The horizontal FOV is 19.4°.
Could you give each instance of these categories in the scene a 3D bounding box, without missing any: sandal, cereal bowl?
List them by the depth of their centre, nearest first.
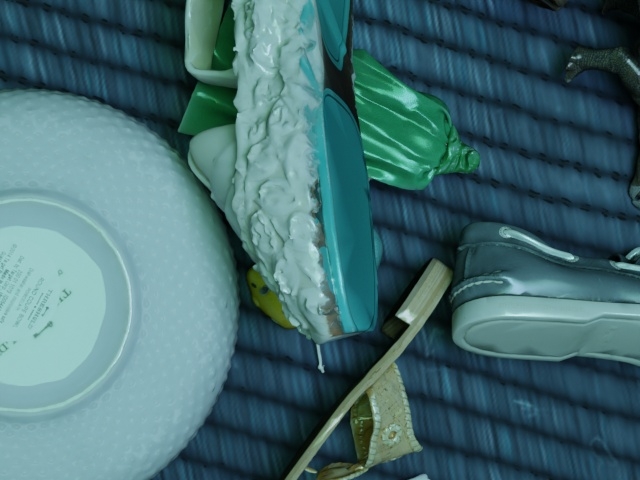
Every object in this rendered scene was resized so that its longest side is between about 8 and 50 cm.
[{"bbox_3d":[-0.221,0.050,1.398,0.339,0.141,0.339,0,89,-10],"label":"cereal bowl"},{"bbox_3d":[0.054,0.131,1.468,0.079,0.088,0.240,35,78,-1],"label":"sandal"}]

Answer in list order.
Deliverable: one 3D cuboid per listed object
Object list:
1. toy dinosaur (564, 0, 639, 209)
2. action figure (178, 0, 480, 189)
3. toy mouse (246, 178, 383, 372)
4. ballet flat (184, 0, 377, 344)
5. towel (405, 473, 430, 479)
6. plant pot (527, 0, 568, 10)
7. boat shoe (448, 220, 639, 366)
[{"bbox_3d":[0.287,-0.158,1.455,0.160,0.313,0.121,28,56,11],"label":"toy dinosaur"},{"bbox_3d":[0.019,-0.101,1.480,0.232,0.063,0.137,23,83,-4],"label":"action figure"},{"bbox_3d":[0.000,0.000,1.484,0.143,0.031,0.161,-46,102,-10],"label":"toy mouse"},{"bbox_3d":[-0.034,-0.109,1.391,0.147,0.147,0.409,1,70,-10],"label":"ballet flat"},{"bbox_3d":[0.058,0.300,1.493,0.144,0.029,0.197,-23,92,-10],"label":"towel"},{"bbox_3d":[0.183,-0.282,1.472,0.167,0.167,0.165,36,91,-7],"label":"plant pot"},{"bbox_3d":[0.253,0.041,1.492,0.319,0.116,0.099,4,63,-17],"label":"boat shoe"}]
